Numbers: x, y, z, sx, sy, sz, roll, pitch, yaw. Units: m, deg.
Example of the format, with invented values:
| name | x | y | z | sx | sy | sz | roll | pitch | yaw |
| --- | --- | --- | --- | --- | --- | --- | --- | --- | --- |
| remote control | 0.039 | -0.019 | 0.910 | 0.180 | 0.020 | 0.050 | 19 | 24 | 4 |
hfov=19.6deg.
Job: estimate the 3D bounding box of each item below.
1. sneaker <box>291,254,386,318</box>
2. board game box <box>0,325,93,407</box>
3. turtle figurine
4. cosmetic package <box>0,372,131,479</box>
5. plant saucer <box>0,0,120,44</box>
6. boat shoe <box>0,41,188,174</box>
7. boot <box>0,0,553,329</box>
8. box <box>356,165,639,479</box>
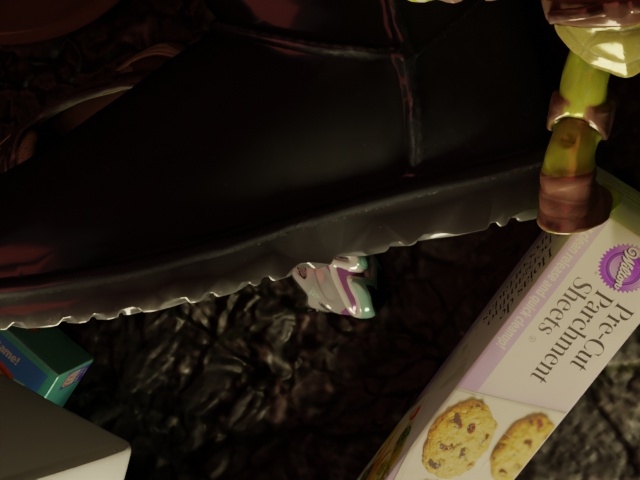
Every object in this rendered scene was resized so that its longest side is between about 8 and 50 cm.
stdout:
| name | x | y | z | sx | sy | sz | roll | pitch | yaw |
| --- | --- | --- | --- | --- | --- | --- | --- | --- | --- |
| sneaker | 0.000 | 0.000 | 1.124 | 0.069 | 0.038 | 0.098 | 0 | 102 | 24 |
| board game box | -0.270 | 0.111 | 1.269 | 0.160 | 0.047 | 0.210 | 39 | 114 | 13 |
| turtle figurine | 0.164 | -0.114 | 0.919 | 0.270 | 0.087 | 0.217 | -7 | 109 | 6 |
| cosmetic package | -0.360 | 0.155 | 1.192 | 0.453 | 0.161 | 0.230 | 23 | 107 | 29 |
| plant saucer | -0.216 | -0.248 | 1.118 | 0.278 | 0.041 | 0.278 | 9 | 125 | 13 |
| boat shoe | -0.167 | -0.049 | 1.169 | 0.223 | 0.073 | 0.080 | -33 | 86 | 26 |
| boot | -0.073 | -0.203 | 0.983 | 0.367 | 0.146 | 0.445 | -14 | 102 | -14 |
| box | 0.093 | 0.104 | 1.085 | 0.067 | 0.063 | 0.324 | 32 | 114 | -7 |
